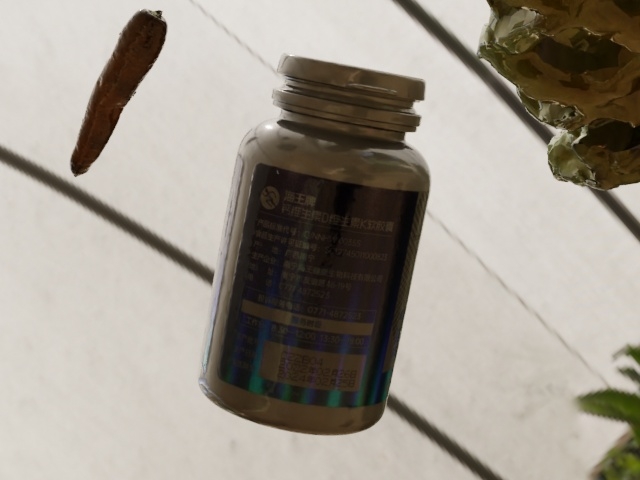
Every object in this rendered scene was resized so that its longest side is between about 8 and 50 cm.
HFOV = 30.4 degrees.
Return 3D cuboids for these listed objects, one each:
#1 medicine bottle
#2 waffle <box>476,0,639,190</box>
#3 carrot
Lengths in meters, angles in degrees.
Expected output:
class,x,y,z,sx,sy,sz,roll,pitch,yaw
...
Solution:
class,x,y,z,sx,sy,sz,roll,pitch,yaw
medicine bottle,0.000,0.000,0.638,0.107,0.107,0.191,-4,-73,-59
waffle,0.158,-0.064,0.329,0.223,0.054,0.204,-3,-27,21
carrot,-0.167,-0.116,0.945,0.036,0.035,0.165,-9,-41,-55
